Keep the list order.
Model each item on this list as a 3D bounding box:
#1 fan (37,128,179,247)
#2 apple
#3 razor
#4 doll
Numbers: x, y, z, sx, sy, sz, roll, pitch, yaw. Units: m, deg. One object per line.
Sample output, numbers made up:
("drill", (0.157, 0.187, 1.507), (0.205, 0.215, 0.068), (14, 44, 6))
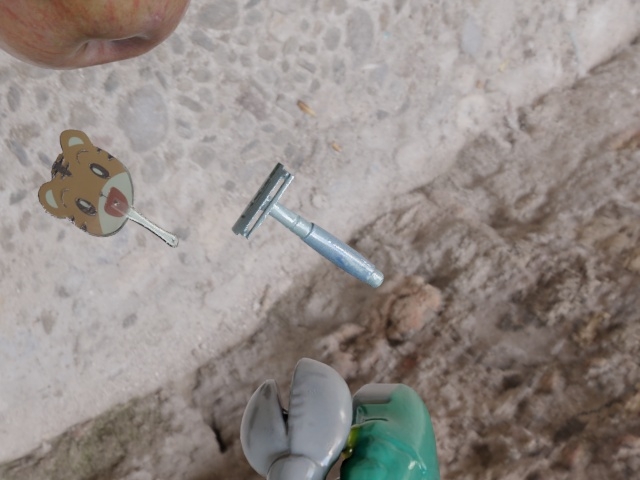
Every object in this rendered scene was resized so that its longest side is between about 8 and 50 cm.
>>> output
("fan", (-0.295, -0.054, 1.189), (0.226, 0.008, 0.153), (36, 46, -31))
("apple", (-0.310, -0.358, 1.065), (0.344, 0.345, 0.269), (-38, 102, -12))
("razor", (0.000, 0.000, 0.682), (0.135, 0.040, 0.068), (34, 95, -21))
("doll", (0.010, 0.191, 0.622), (0.258, 0.153, 0.195), (10, 81, -76))
